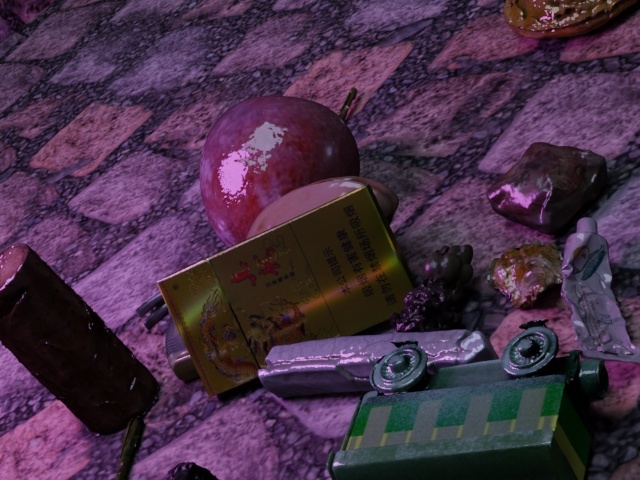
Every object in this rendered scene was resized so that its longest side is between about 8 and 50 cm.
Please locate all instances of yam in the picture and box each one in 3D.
[{"bbox_3d":[-0.352,0.140,2.000,0.131,0.280,0.131,-32,25,17],"label":"yam"}]

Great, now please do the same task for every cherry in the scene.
[{"bbox_3d":[-0.064,-0.105,2.157,0.236,0.213,0.285,-12,43,46],"label":"cherry"}]

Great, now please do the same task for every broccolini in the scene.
[{"bbox_3d":[0.011,-0.183,2.394,0.052,0.054,0.194,32,56,25],"label":"broccolini"}]

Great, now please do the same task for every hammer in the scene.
[{"bbox_3d":[-0.191,0.120,2.101,0.159,0.041,0.226,-25,30,11],"label":"hammer"}]

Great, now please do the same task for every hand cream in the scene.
[{"bbox_3d":[0.317,0.061,1.693,0.084,0.050,0.257,11,37,-9],"label":"hand cream"}]

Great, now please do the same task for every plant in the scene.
[{"bbox_3d":[0.144,0.072,1.838,0.085,0.087,0.174,17,53,15],"label":"plant"}]

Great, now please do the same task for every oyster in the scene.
[{"bbox_3d":[0.255,0.042,1.823,0.121,0.045,0.146,-24,27,41],"label":"oyster"}]

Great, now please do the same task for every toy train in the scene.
[{"bbox_3d":[0.162,0.200,1.580,0.301,0.120,0.202,-11,38,30],"label":"toy train"}]

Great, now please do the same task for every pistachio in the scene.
[{"bbox_3d":[0.000,0.000,1.995,0.238,0.153,0.138,-27,7,14],"label":"pistachio"}]

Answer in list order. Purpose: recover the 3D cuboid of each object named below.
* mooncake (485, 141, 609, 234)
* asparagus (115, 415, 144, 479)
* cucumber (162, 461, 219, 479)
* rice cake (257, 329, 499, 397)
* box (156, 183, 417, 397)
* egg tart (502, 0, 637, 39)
[{"bbox_3d":[0.294,-0.072,1.917,0.125,0.073,0.130,14,54,49],"label":"mooncake"},{"bbox_3d":[-0.261,0.310,1.899,0.023,0.022,0.233,18,34,-5],"label":"asparagus"},{"bbox_3d":[-0.192,0.383,1.670,0.072,0.081,0.303,11,42,11],"label":"cucumber"},{"bbox_3d":[0.070,0.151,1.784,0.336,0.066,0.063,-10,44,38],"label":"rice cake"},{"bbox_3d":[-0.041,0.067,1.918,0.311,0.173,0.043,-24,2,12],"label":"box"},{"bbox_3d":[0.392,-0.400,2.297,0.241,0.106,0.241,-20,29,12],"label":"egg tart"}]
